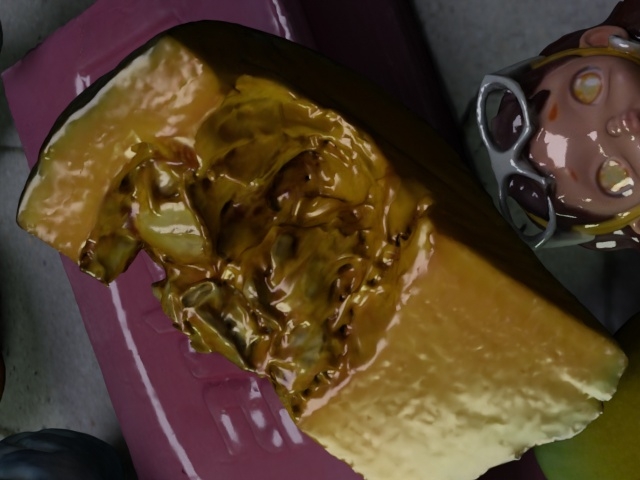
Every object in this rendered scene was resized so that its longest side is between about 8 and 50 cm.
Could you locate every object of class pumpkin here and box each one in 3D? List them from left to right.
[{"bbox_3d":[0.004,0.003,0.574,0.248,0.126,0.131,40,106,-2],"label":"pumpkin"}]

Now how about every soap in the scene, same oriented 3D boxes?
[{"bbox_3d":[-0.021,0.023,0.739,0.233,0.128,0.360,-24,85,39],"label":"soap"}]

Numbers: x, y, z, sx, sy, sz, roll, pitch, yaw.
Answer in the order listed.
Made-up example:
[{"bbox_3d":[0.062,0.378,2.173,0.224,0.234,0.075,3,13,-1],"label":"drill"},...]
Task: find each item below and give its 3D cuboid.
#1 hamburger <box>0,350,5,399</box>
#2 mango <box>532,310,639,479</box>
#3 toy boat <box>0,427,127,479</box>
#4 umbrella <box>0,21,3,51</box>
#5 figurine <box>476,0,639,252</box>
[{"bbox_3d":[-0.341,0.083,0.989,0.237,0.147,0.237,38,152,24],"label":"hamburger"},{"bbox_3d":[0.179,0.085,0.599,0.194,0.092,0.130,-18,103,48],"label":"mango"},{"bbox_3d":[-0.133,0.215,0.808,0.123,0.330,0.215,-18,83,1],"label":"toy boat"},{"bbox_3d":[-0.270,-0.103,0.865,0.143,0.094,0.349,65,159,-8],"label":"umbrella"},{"bbox_3d":[0.185,-0.063,0.548,0.240,0.115,0.175,-17,91,36],"label":"figurine"}]
